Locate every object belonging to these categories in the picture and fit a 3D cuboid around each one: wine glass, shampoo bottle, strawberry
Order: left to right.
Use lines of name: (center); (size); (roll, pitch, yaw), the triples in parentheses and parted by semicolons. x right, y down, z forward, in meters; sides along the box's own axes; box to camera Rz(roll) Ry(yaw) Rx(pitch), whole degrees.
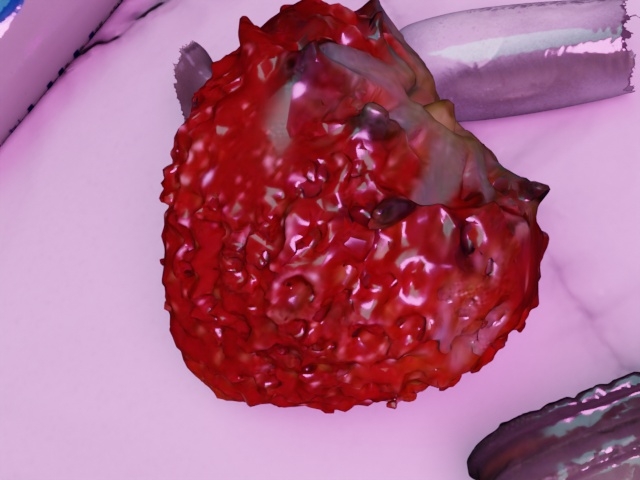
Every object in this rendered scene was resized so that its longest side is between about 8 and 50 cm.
shampoo bottle: (-0.222, -0.122, 0.703); (0.092, 0.092, 0.303); (33, 80, 31)
strawberry: (0.000, 0.000, 0.507); (0.201, 0.187, 0.184); (-44, 27, 23)
wine glass: (0.049, -0.094, 0.596); (0.262, 0.074, 0.074); (-4, 64, 18)

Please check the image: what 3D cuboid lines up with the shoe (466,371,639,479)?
shoe: (0.213, 0.100, 0.415); (0.293, 0.109, 0.149); (-23, 63, 13)
